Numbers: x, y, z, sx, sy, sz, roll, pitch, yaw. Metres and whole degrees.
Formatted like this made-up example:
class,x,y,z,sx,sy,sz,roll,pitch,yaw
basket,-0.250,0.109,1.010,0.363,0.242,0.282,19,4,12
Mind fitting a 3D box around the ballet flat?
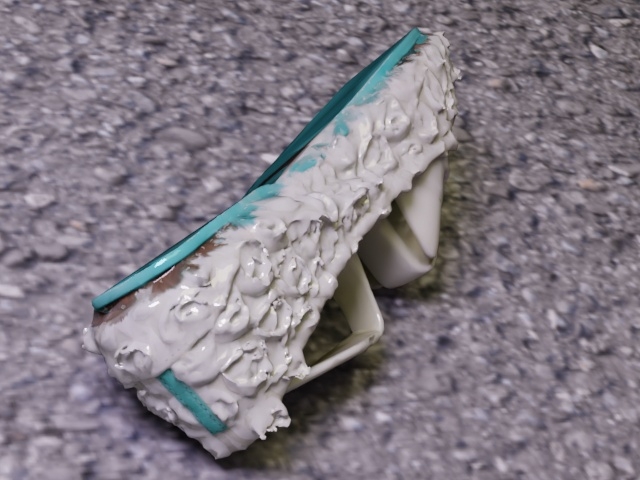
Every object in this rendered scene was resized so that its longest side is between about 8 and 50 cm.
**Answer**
class,x,y,z,sx,sy,sz,roll,pitch,yaw
ballet flat,0.000,0.000,0.982,0.147,0.147,0.409,29,38,12
